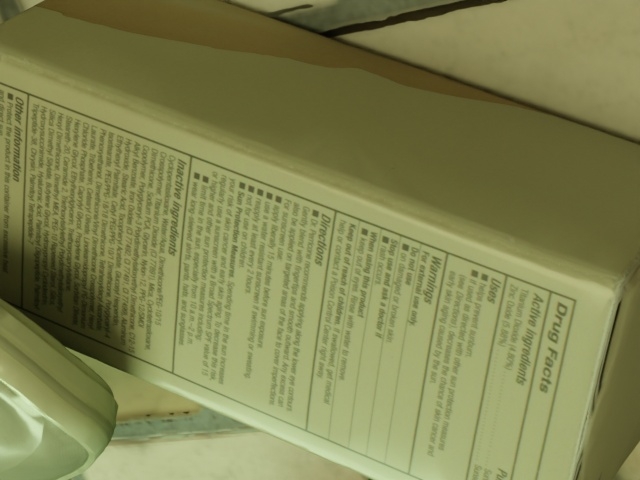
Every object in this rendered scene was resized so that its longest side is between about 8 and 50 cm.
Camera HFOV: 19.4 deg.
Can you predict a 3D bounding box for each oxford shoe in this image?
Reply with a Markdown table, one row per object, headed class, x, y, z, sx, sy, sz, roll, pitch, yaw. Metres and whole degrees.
| class | x | y | z | sx | sy | sz | roll | pitch | yaw |
| --- | --- | --- | --- | --- | --- | --- | --- | --- | --- |
| oxford shoe | -0.250 | 0.104 | 0.961 | 0.169 | 0.130 | 0.449 | 46 | 148 | -22 |

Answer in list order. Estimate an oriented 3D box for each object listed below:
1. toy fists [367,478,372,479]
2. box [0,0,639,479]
| class | x | y | z | sx | sy | sz | roll | pitch | yaw |
| --- | --- | --- | --- | --- | --- | --- | --- | --- | --- |
| toy fists | 0.035 | 0.195 | 0.935 | 0.142 | 0.096 | 0.279 | 50 | 130 | 0 |
| box | 0.000 | 0.000 | 0.837 | 0.311 | 0.121 | 0.148 | 22 | 124 | 20 |
